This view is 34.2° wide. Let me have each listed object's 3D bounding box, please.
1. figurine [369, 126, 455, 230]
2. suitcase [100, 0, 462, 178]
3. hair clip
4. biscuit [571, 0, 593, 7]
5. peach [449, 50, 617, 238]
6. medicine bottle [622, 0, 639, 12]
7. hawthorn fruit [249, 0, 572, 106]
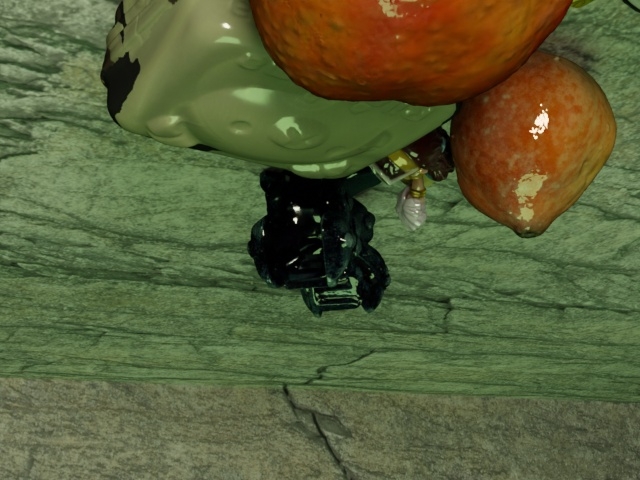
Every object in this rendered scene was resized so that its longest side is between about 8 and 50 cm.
[{"bbox_3d":[0.116,-0.117,1.390,0.116,0.174,0.240,-35,168,1],"label":"figurine"},{"bbox_3d":[-0.051,-0.175,1.126,0.352,0.193,0.339,12,157,-34],"label":"suitcase"},{"bbox_3d":[-0.001,-0.006,1.567,0.195,0.206,0.310,-3,165,14],"label":"hair clip"},{"bbox_3d":[0.372,-0.301,1.088,0.292,0.026,0.048,-18,174,35],"label":"biscuit"},{"bbox_3d":[0.263,-0.112,1.292,0.233,0.232,0.232,-3,159,-1],"label":"peach"},{"bbox_3d":[0.327,-0.310,0.890,0.144,0.143,0.258,-7,160,10],"label":"medicine bottle"},{"bbox_3d":[0.081,-0.254,0.807,0.287,0.287,0.330,1,164,-9],"label":"hawthorn fruit"}]
